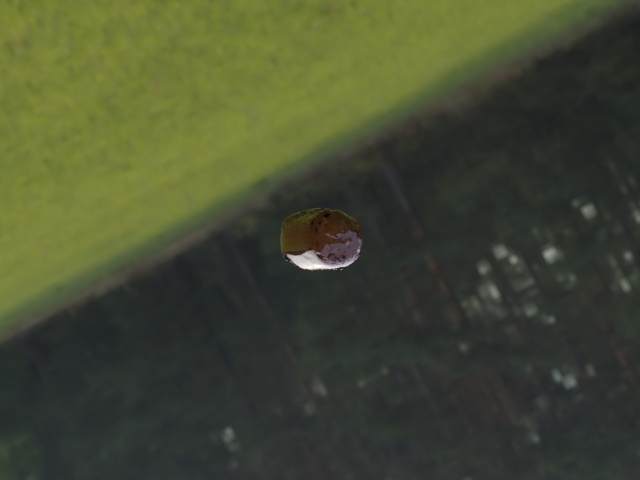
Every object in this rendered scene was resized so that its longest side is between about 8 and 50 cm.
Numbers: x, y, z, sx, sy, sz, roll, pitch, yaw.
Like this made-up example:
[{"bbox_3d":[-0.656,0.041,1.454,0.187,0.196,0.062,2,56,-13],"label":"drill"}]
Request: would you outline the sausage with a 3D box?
[{"bbox_3d":[0.000,0.000,2.056,0.076,0.076,0.141,-29,-169,-25],"label":"sausage"}]
